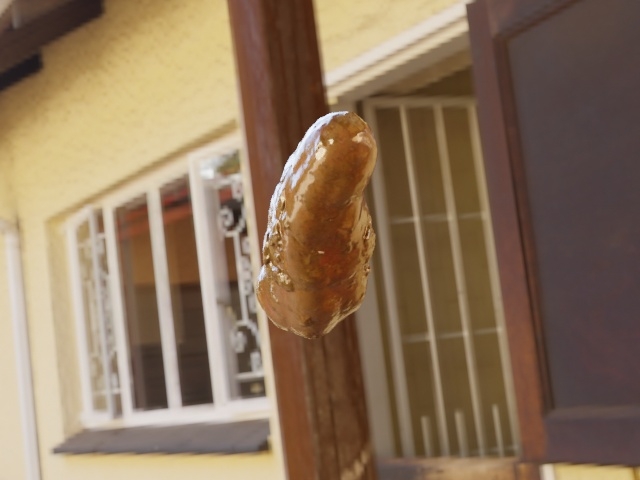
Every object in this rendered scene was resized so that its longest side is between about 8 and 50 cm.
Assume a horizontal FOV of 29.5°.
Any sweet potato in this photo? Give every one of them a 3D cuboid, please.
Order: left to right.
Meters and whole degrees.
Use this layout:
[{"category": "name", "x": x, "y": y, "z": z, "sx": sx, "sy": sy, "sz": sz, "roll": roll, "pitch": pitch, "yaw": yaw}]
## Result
[{"category": "sweet potato", "x": -0.003, "y": 0.014, "z": 1.018, "sx": 0.095, "sy": 0.106, "sz": 0.354, "roll": 13, "pitch": -24, "yaw": 0}]
